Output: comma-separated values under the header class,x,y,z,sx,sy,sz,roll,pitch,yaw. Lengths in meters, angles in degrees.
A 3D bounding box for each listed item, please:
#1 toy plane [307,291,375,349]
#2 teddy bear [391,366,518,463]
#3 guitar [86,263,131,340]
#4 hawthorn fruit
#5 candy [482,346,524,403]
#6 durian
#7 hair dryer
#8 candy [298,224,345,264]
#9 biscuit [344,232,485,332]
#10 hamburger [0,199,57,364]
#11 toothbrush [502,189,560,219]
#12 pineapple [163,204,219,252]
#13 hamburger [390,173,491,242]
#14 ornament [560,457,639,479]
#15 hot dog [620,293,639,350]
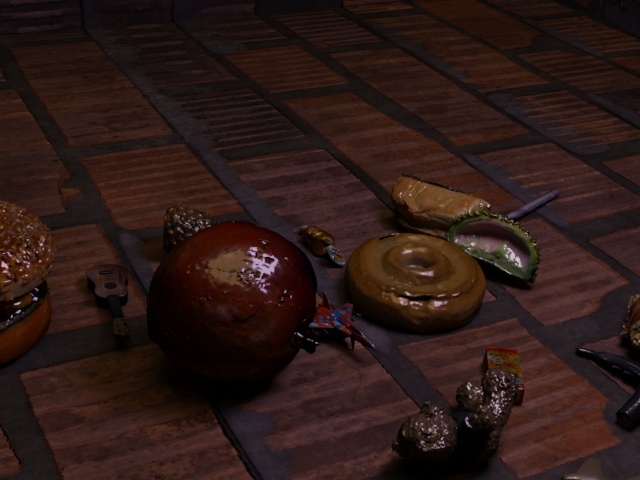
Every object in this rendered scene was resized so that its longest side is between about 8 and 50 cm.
class,x,y,z,sx,sy,sz,roll,pitch,yaw
toy plane,0.039,0.167,1.806,0.130,0.061,0.189,-18,41,-35
teddy bear,0.234,0.303,1.541,0.251,0.182,0.129,-19,74,-36
guitar,-0.400,0.125,1.834,0.083,0.038,0.271,-7,29,-17
hawthorn fruit,-0.153,0.102,1.675,0.316,0.316,0.316,3,30,-2
candy,0.334,0.246,1.729,0.062,0.038,0.122,5,30,2
durian,0.379,0.003,2.054,0.220,0.137,0.095,20,11,12
hair dryer,0.554,0.250,1.751,0.195,0.075,0.219,-28,32,-30
candy,0.000,0.000,2.100,0.053,0.046,0.182,-10,31,-26
biscuit,0.196,0.074,1.951,0.296,0.102,0.296,5,32,-3
hamburger,-0.643,0.063,1.698,0.330,0.250,0.330,4,31,-2
toothbrush,0.488,-0.065,2.305,0.024,0.029,0.354,29,36,32
pineapple,-0.214,-0.005,2.030,0.251,0.125,0.125,10,30,-1
hamburger,0.270,-0.051,2.171,0.262,0.124,0.131,20,52,32
ornament,0.515,0.409,1.448,0.244,0.061,0.230,-1,29,-16
hot dog,0.671,0.166,1.862,0.146,0.103,0.213,-7,15,23
